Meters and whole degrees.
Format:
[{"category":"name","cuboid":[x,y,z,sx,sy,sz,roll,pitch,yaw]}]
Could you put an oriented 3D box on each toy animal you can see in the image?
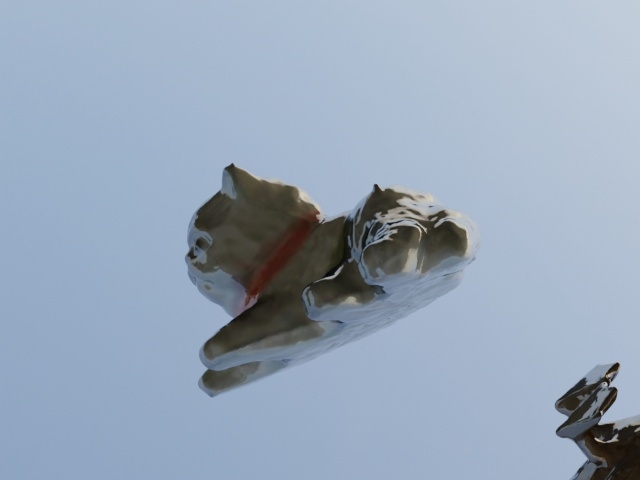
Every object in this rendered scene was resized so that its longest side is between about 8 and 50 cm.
[{"category":"toy animal","cuboid":[0.210,0.172,0.894,0.179,0.188,0.089,45,-160,-4]},{"category":"toy animal","cuboid":[0.000,0.000,1.240,0.266,0.308,0.188,-10,-107,-3]}]
